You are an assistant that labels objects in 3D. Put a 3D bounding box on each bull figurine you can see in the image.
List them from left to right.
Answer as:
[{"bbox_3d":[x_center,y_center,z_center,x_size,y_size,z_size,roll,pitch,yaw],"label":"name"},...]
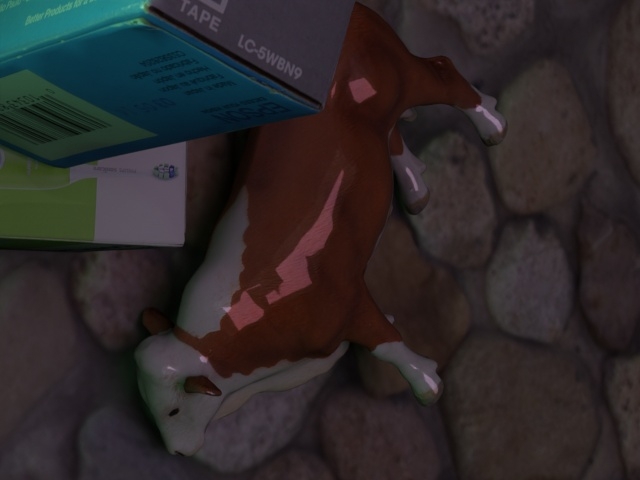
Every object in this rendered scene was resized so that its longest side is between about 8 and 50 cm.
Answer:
[{"bbox_3d":[0.000,0.000,1.203,0.188,0.101,0.310,27,76,-36],"label":"bull figurine"}]

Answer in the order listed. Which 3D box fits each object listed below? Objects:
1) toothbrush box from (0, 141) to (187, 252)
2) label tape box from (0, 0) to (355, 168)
[{"bbox_3d":[-0.218,-0.101,1.034,0.283,0.122,0.206,2,87,-35],"label":"toothbrush box"},{"bbox_3d":[-0.059,-0.215,0.934,0.106,0.241,0.333,26,71,-31],"label":"label tape box"}]
